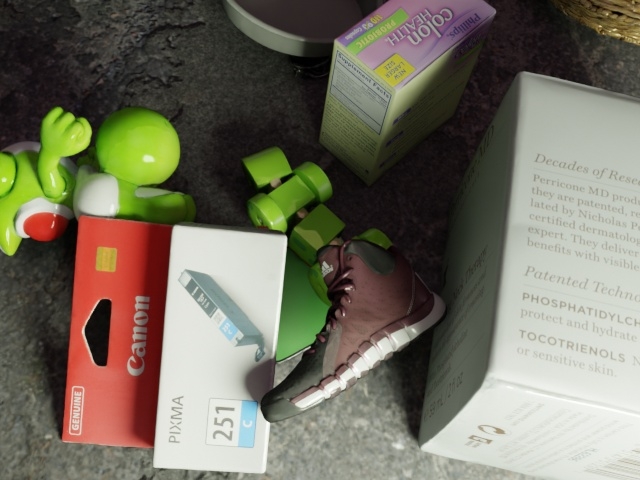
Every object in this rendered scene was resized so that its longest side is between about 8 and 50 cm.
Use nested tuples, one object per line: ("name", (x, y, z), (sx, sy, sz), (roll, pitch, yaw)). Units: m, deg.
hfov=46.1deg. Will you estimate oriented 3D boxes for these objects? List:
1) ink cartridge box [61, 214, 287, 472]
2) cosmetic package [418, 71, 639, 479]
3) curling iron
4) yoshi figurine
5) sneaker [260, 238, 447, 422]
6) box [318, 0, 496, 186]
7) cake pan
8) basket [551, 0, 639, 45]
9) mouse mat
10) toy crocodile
("ink cartridge box", (-0.183, 0.125, 0.920), (0.261, 0.066, 0.296), (5, 94, -4))
("cosmetic package", (0.333, 0.073, 0.935), (0.327, 0.329, 0.394), (13, 62, 0))
("curling iron", (-0.087, -0.369, 1.276), (0.068, 0.035, 0.274), (-39, 73, -22))
("yoshi figurine", (-0.335, -0.107, 1.007), (0.362, 0.203, 0.203), (10, 38, 8))
("sneaker", (0.013, 0.095, 0.933), (0.281, 0.106, 0.162), (-29, 84, -30))
("box", (0.119, -0.236, 1.116), (0.117, 0.243, 0.213), (43, 67, 15))
("cake pan", (-0.040, -0.415, 1.264), (0.293, 0.054, 0.293), (9, 53, -12))
("basket", (0.541, -0.479, 1.373), (0.299, 0.223, 0.213), (31, 97, 9))
("mouse mat", (-0.022, 0.074, 1.075), (0.189, 0.007, 0.152), (-26, 69, -17))
("toy crocodile", (0.000, 0.000, 1.064), (0.115, 0.105, 0.340), (-38, 77, -22))
